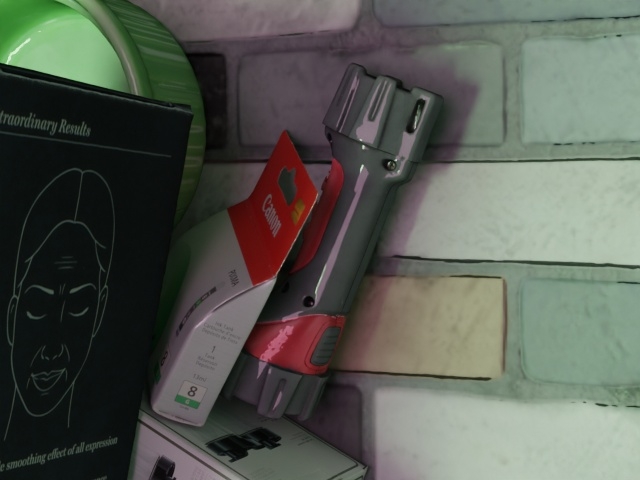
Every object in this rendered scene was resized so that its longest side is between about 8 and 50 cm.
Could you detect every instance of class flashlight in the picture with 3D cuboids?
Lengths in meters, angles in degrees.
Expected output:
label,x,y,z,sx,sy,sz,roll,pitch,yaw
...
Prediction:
label,x,y,z,sx,sy,sz,roll,pitch,yaw
flashlight,0.000,0.000,1.131,0.103,0.103,0.304,18,98,-12

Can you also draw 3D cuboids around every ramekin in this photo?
label,x,y,z,sx,sy,sz,roll,pitch,yaw
ramekin,-0.253,-0.099,1.208,0.303,0.148,0.303,2,94,24

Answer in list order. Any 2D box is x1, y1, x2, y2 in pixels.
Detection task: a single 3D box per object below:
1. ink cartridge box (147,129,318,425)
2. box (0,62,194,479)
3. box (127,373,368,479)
label,x,y,z,sx,sy,sz,roll,pitch,yaw
ink cartridge box,-0.086,0.020,1.130,0.056,0.181,0.224,20,107,-19
box,-0.283,0.062,0.974,0.212,0.293,0.395,13,94,23
box,-0.123,0.177,1.155,0.290,0.169,0.087,29,104,20
